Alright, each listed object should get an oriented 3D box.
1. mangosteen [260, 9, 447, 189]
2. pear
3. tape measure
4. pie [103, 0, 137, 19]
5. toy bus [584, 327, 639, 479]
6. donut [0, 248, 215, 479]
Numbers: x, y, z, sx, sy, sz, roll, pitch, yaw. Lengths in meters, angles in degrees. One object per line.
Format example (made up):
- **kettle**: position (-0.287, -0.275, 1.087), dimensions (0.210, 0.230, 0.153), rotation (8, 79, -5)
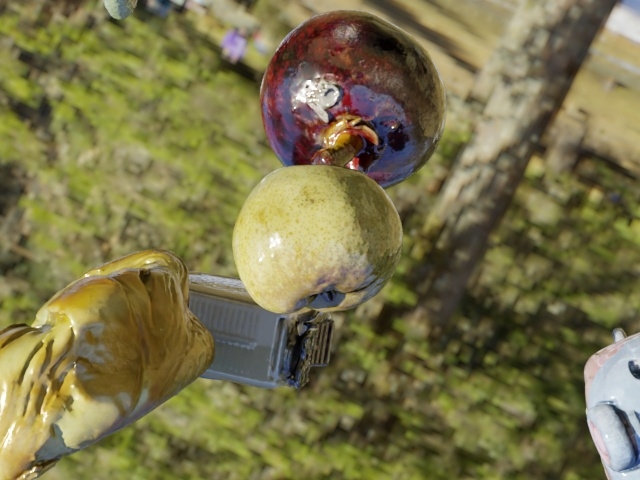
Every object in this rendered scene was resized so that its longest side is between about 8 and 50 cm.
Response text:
- **mangosteen**: position (0.037, -0.151, 1.912), dimensions (0.236, 0.235, 0.261), rotation (26, -147, -10)
- **pear**: position (0.000, 0.000, 1.527), dimensions (0.167, 0.136, 0.167), rotation (-12, 158, -5)
- **tape measure**: position (-0.089, 0.120, 1.962), dimensions (0.271, 0.133, 0.231), rotation (9, -177, 25)
- **pie**: position (-0.295, -0.435, 2.253), dimensions (0.054, 0.240, 0.240), rotation (-6, 180, -1)
- **toy bus**: position (0.390, 0.224, 1.695), dimensions (0.232, 0.197, 0.294), rotation (-131, 18, -81)
- **donut**: position (-0.275, 0.141, 1.695), dimensions (0.170, 0.360, 0.360), rotation (61, 178, -1)
